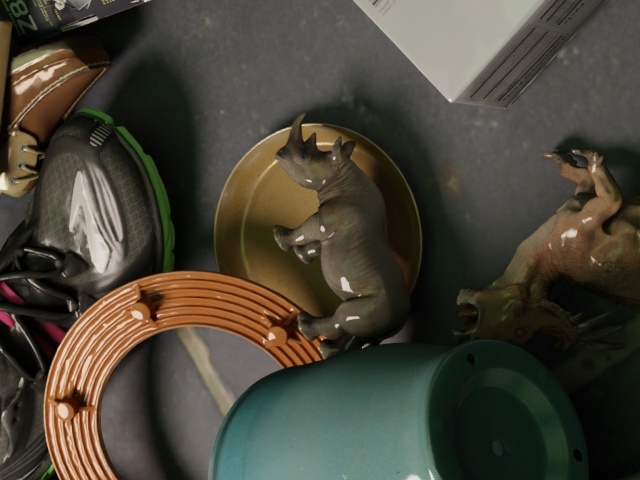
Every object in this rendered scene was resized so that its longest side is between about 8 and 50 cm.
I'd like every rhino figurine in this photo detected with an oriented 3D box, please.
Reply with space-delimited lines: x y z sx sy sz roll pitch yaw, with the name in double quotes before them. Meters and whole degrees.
"rhino figurine" 0.016 -0.008 1.477 0.106 0.073 0.243 -19 82 21

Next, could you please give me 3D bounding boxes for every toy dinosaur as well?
"toy dinosaur" 0.275 0.018 1.351 0.296 0.127 0.200 -1 92 24

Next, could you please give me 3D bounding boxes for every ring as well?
"ring" -0.121 0.193 1.552 0.337 0.032 0.336 3 106 10

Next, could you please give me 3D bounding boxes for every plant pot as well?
"plant pot" 0.000 0.000 1.545 0.236 0.032 0.236 1 93 27
"plant pot" 0.084 0.205 1.336 0.255 0.272 0.271 -30 78 47

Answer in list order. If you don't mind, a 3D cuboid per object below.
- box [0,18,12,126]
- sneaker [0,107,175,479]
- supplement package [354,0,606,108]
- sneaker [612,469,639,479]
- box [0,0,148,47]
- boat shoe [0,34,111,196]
"box" -0.398 -0.144 1.624 0.164 0.021 0.201 15 101 35
"sneaker" -0.307 0.092 1.616 0.185 0.202 0.482 30 106 23
"supplement package" 0.126 -0.282 1.399 0.204 0.145 0.262 -48 71 21
"sneaker" 0.301 0.237 1.347 0.262 0.121 0.099 -31 79 26
"box" -0.263 -0.416 1.525 0.318 0.097 0.395 -15 111 33
"boat shoe" -0.339 -0.107 1.681 0.324 0.122 0.120 -32 83 34
